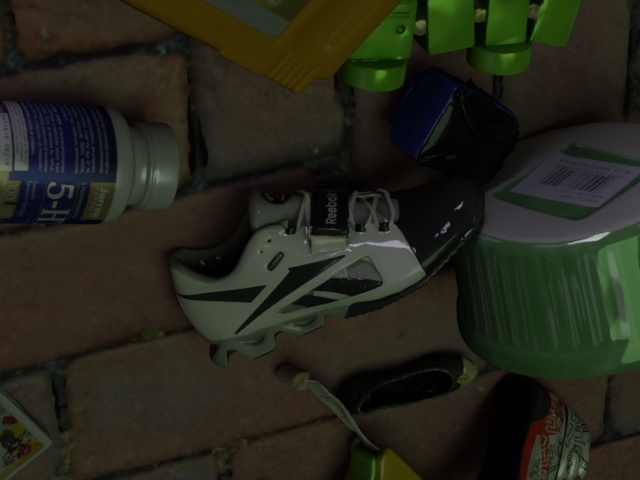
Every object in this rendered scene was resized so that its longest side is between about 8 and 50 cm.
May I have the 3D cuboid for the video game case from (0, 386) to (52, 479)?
[{"bbox_3d":[-0.416,0.211,1.555,0.227,0.026,0.206,-39,127,-3],"label":"video game case"}]

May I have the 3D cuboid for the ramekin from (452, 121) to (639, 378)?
[{"bbox_3d":[0.276,-0.002,1.620,0.303,0.303,0.148,-23,117,-14],"label":"ramekin"}]

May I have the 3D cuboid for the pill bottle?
[{"bbox_3d":[-0.231,-0.070,1.433,0.186,0.112,0.112,0,117,-26],"label":"pill bottle"}]

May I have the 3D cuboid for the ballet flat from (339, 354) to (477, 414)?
[{"bbox_3d":[0.104,0.170,1.778,0.173,0.049,0.057,-12,123,-21],"label":"ballet flat"}]

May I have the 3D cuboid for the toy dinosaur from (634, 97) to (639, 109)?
[{"bbox_3d":[0.429,-0.145,1.767,0.211,0.064,0.112,-24,108,-24],"label":"toy dinosaur"}]

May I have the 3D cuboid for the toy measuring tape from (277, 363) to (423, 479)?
[{"bbox_3d":[0.036,0.277,1.768,0.121,0.121,0.330,-43,121,1],"label":"toy measuring tape"}]

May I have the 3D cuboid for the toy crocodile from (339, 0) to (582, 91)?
[{"bbox_3d":[0.108,-0.224,1.534,0.340,0.105,0.115,-8,120,-18],"label":"toy crocodile"}]

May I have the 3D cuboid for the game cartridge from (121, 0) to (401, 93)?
[{"bbox_3d":[-0.020,-0.276,1.305,0.285,0.053,0.323,-46,142,18],"label":"game cartridge"}]

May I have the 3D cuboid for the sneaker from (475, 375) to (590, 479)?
[{"bbox_3d":[0.241,0.308,1.848,0.145,0.090,0.270,35,67,-41],"label":"sneaker"}]

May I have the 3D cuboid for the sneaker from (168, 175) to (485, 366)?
[{"bbox_3d":[0.000,0.000,1.555,0.330,0.122,0.146,-26,118,9],"label":"sneaker"}]

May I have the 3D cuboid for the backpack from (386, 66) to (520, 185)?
[{"bbox_3d":[0.139,-0.120,1.598,0.120,0.101,0.098,21,109,-38],"label":"backpack"}]
